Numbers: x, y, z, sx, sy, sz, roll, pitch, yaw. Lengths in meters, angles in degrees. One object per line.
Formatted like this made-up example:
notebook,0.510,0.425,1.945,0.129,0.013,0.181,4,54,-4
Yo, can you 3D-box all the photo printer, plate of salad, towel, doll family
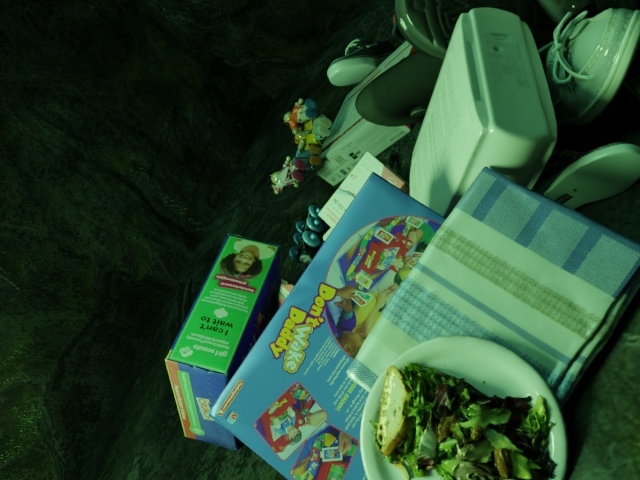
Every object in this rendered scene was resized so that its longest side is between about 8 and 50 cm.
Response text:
photo printer,0.198,-0.110,0.898,0.307,0.107,0.256,103,172,-50
plate of salad,0.128,0.188,0.633,0.199,0.048,0.200,-8,70,21
towel,0.178,0.084,0.691,0.285,0.209,0.034,-56,-28,-1
doll family,-0.045,-0.232,1.734,0.163,0.118,0.263,-9,67,61

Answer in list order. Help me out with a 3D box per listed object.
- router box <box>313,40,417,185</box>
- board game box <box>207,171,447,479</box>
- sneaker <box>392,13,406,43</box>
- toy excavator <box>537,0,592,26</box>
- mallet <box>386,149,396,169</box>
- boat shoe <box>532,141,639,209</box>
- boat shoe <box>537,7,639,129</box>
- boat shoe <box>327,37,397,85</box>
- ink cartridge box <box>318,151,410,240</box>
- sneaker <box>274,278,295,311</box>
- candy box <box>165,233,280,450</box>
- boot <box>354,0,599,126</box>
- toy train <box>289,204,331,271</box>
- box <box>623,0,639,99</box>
router box,0.139,-0.331,1.704,0.335,0.082,0.301,-32,29,54
board game box,0.063,0.129,0.784,0.347,0.233,0.078,-55,-17,0
sneaker,0.301,-0.634,1.788,0.148,0.131,0.350,-68,14,-15
toy excavator,0.457,-0.532,0.877,0.433,0.222,0.445,-36,3,43
mallet,0.138,-0.156,1.412,0.039,0.062,0.190,-44,20,28
boat shoe,0.307,-0.086,0.808,0.183,0.065,0.083,-37,29,52
boat shoe,0.307,-0.216,0.873,0.320,0.103,0.118,164,126,-86
boat shoe,0.111,-0.499,1.818,0.301,0.102,0.108,-26,-4,-43
ink cartridge box,0.078,-0.055,1.288,0.198,0.067,0.115,-53,55,11
sneaker,-0.040,0.160,1.221,0.136,0.116,0.314,-61,16,-5
candy box,-0.173,0.196,1.300,0.268,0.122,0.317,93,-170,-45
boot,0.183,-0.314,1.165,0.445,0.367,0.146,-8,87,63
toy train,0.000,0.000,1.423,0.080,0.105,0.184,-50,17,33
box,0.494,-0.322,0.741,0.295,0.073,0.293,-33,27,54
